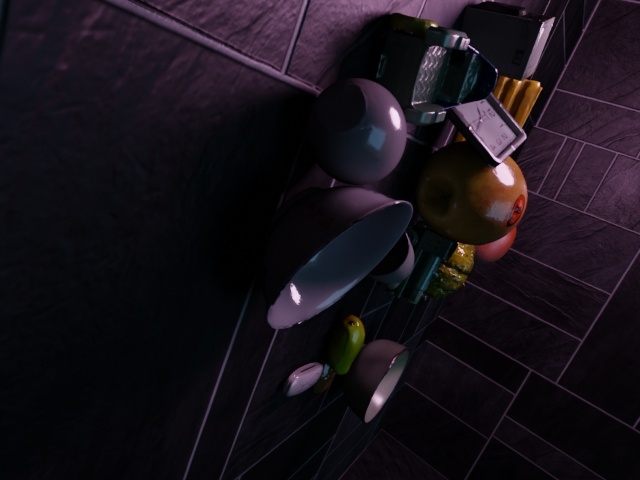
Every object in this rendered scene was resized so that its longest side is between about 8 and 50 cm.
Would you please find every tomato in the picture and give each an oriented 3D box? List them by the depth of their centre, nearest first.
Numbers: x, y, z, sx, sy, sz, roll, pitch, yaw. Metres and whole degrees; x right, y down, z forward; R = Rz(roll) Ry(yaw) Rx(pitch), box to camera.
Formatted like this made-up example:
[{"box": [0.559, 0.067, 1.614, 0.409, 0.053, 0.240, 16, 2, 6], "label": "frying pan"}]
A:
[{"box": [0.726, -0.036, 1.907, 0.321, 0.321, 0.322, -42, 148, -34], "label": "tomato"}]

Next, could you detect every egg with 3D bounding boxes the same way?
[{"box": [0.067, -0.188, 0.745, 0.176, 0.176, 0.232, -62, 165, 3], "label": "egg"}]

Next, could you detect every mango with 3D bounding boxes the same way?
[{"box": [0.086, 0.350, 1.384, 0.125, 0.111, 0.233, -21, 129, -43], "label": "mango"}]

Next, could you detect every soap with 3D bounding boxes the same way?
[{"box": [0.612, -0.415, 1.457, 0.096, 0.204, 0.325, -22, 135, -56], "label": "soap"}]

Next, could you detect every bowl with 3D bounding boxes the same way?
[{"box": [0.000, 0.000, 0.791, 0.345, 0.157, 0.346, -34, 159, -15], "label": "bowl"}, {"box": [0.206, 0.551, 1.711, 0.354, 0.185, 0.354, -42, 148, -34], "label": "bowl"}]

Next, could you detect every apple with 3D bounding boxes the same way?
[{"box": [0.476, -0.151, 1.329, 0.304, 0.338, 0.339, 6, 113, -37], "label": "apple"}]

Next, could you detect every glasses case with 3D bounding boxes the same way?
[{"box": [-0.052, 0.432, 1.287, 0.197, 0.049, 0.076, 7, 109, -62], "label": "glasses case"}]

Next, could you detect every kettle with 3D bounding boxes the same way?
[{"box": [0.202, 0.021, 1.237, 0.236, 0.161, 0.222, 39, 51, -64], "label": "kettle"}]

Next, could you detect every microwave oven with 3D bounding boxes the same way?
[{"box": [0.489, -0.540, 1.110, 0.129, 0.204, 0.163, -36, 146, -40], "label": "microwave oven"}]

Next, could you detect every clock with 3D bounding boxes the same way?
[{"box": [0.480, -0.363, 1.235, 0.278, 0.274, 0.049, -36, 177, -40], "label": "clock"}]

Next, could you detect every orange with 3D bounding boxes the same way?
[{"box": [0.469, 0.079, 1.657, 0.301, 0.223, 0.300, -54, -167, 47], "label": "orange"}]

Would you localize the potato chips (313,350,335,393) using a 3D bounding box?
[{"box": [0.035, 0.463, 1.478, 0.202, 0.049, 0.150, -65, 159, -5], "label": "potato chips"}]

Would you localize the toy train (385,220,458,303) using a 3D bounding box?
[{"box": [0.353, 0.085, 1.503, 0.120, 0.194, 0.299, -4, 120, -61], "label": "toy train"}]

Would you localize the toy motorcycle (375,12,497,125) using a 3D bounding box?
[{"box": [0.264, -0.364, 0.896, 0.326, 0.199, 0.191, -26, 137, -46], "label": "toy motorcycle"}]
